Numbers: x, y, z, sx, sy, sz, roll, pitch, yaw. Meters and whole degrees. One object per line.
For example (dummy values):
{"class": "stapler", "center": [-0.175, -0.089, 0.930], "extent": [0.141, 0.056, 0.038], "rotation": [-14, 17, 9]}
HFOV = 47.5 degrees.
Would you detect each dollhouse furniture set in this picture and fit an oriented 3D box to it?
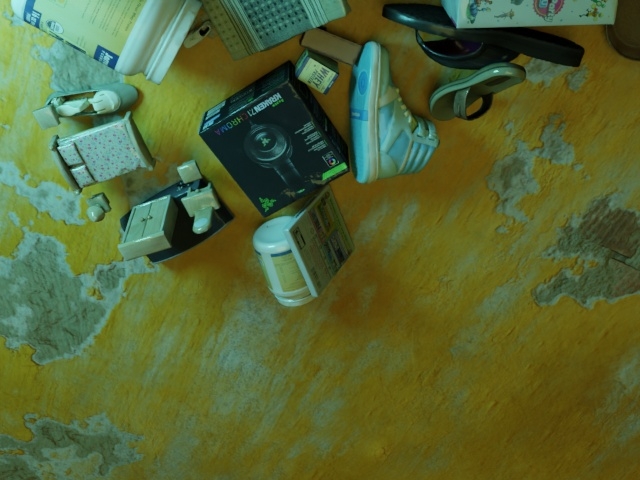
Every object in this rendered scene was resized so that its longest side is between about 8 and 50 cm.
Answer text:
{"class": "dollhouse furniture set", "center": [-0.433, -0.155, 1.622], "extent": [0.303, 0.173, 0.355], "rotation": [-17, 124, 8]}

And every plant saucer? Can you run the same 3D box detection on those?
{"class": "plant saucer", "center": [0.717, -0.491, 1.583], "extent": [0.199, 0.036, 0.198], "rotation": [-1, 122, -1]}

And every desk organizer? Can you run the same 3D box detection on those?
{"class": "desk organizer", "center": [0.022, -0.434, 1.600], "extent": [0.130, 0.047, 0.050], "rotation": [19, 118, -13]}

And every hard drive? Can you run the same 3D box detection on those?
{"class": "hard drive", "center": [-0.364, -0.045, 1.838], "extent": [0.255, 0.054, 0.172], "rotation": [-27, 119, 16]}

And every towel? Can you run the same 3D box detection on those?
{"class": "towel", "center": [-0.130, -0.548, 1.466], "extent": [0.312, 0.056, 0.324], "rotation": [-13, 120, 31]}

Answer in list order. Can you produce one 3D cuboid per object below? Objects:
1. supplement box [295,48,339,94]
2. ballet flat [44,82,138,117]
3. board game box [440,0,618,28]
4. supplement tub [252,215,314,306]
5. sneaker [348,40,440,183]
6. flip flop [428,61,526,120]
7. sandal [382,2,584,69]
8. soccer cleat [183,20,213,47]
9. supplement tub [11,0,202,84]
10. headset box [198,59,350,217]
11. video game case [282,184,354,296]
{"class": "supplement box", "center": [-0.008, -0.379, 1.612], "extent": [0.083, 0.083, 0.056], "rotation": [27, 118, -17]}
{"class": "ballet flat", "center": [-0.523, -0.310, 1.655], "extent": [0.213, 0.068, 0.072], "rotation": [-6, 123, 2]}
{"class": "board game box", "center": [0.409, -0.502, 1.458], "extent": [0.304, 0.224, 0.097], "rotation": [-3, 122, 1]}
{"class": "supplement tub", "center": [-0.081, 0.054, 1.854], "extent": [0.144, 0.144, 0.199], "rotation": [-12, 122, 7]}
{"class": "sneaker", "center": [0.178, -0.294, 1.663], "extent": [0.208, 0.127, 0.318], "rotation": [-5, 113, -17]}
{"class": "flip flop", "center": [0.337, -0.308, 1.588], "extent": [0.112, 0.080, 0.277], "rotation": [1, 171, -31]}
{"class": "sandal", "center": [0.342, -0.412, 1.547], "extent": [0.446, 0.167, 0.107], "rotation": [11, 118, -9]}
{"class": "soccer cleat", "center": [-0.269, -0.449, 1.589], "extent": [0.083, 0.035, 0.029], "rotation": [-33, 118, 18]}
{"class": "supplement tub", "center": [-0.422, -0.473, 1.457], "extent": [0.316, 0.228, 0.228], "rotation": [27, 118, -17]}
{"class": "headset box", "center": [-0.097, -0.222, 1.684], "extent": [0.246, 0.131, 0.283], "rotation": [-27, 120, 16]}
{"class": "video game case", "center": [0.000, 0.000, 1.806], "extent": [0.023, 0.193, 0.212], "rotation": [4, 130, 37]}
